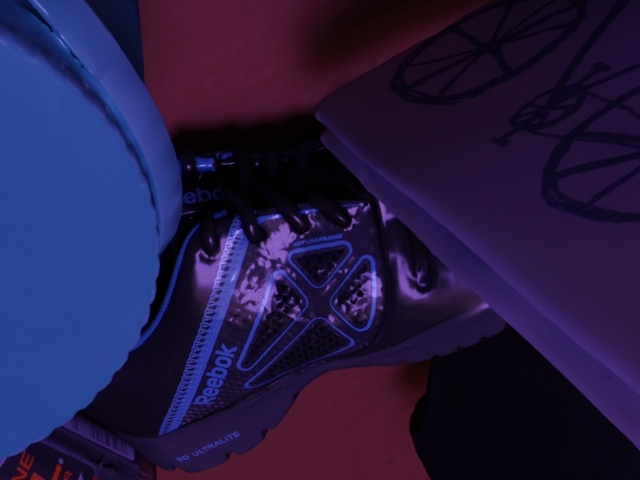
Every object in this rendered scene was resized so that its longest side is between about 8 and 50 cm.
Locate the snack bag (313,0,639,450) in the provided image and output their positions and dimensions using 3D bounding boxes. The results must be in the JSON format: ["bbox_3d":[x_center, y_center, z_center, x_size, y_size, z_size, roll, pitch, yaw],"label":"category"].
[{"bbox_3d":[0.181,-0.087,0.438,0.342,0.323,0.037,-32,114,-4],"label":"snack bag"}]

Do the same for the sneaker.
[{"bbox_3d":[0.000,0.000,0.615,0.341,0.125,0.139,-35,134,16],"label":"sneaker"}]

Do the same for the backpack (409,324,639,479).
[{"bbox_3d":[0.283,0.102,0.720,0.355,0.290,0.273,3,118,-31],"label":"backpack"}]

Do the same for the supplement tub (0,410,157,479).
[{"bbox_3d":[-0.193,0.117,0.672,0.198,0.106,0.106,34,117,-32],"label":"supplement tub"}]

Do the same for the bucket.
[{"bbox_3d":[-0.188,-0.045,0.460,0.281,0.183,0.281,-10,136,-10],"label":"bucket"}]
